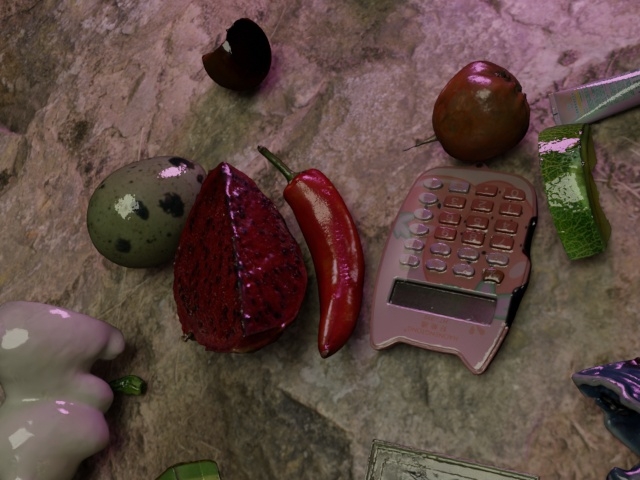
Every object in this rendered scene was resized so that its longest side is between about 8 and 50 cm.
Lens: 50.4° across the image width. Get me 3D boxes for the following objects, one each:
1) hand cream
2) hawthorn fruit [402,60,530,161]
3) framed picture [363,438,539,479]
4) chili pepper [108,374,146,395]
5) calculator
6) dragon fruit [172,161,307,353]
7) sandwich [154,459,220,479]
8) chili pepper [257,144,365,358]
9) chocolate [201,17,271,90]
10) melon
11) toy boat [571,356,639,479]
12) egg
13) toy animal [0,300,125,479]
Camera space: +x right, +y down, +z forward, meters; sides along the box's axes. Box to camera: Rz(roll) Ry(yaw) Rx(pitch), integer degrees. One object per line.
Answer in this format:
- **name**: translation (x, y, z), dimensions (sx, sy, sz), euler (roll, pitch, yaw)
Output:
- **hand cream**: translation (0.435, -0.218, 1.013), dimensions (0.174, 0.047, 0.076), euler (-17, 63, 25)
- **hawthorn fruit**: translation (0.238, -0.189, 1.044), dimensions (0.189, 0.149, 0.149), euler (-36, 47, 55)
- **framed picture**: translation (0.158, 0.367, 0.889), dimensions (0.231, 0.010, 0.173), euler (4, 65, 24)
- **chili pepper**: translation (-0.331, 0.246, 1.144), dimensions (0.091, 0.030, 0.034), euler (-10, 90, 21)
- **calculator**: translation (0.201, 0.027, 1.005), dimensions (0.219, 0.048, 0.330), euler (10, 70, 27)
- **dragon fruit**: translation (-0.128, 0.063, 1.082), dimensions (0.205, 0.151, 0.317), euler (-39, 51, 39)
- **sandwich**: translation (-0.212, 0.394, 1.044), dimensions (0.116, 0.074, 0.074), euler (-46, 53, 38)
- **chili pepper**: translation (0.006, 0.005, 1.042), dimensions (0.092, 0.137, 0.369), euler (-39, 56, 30)
- **chocolate**: translation (-0.159, -0.343, 1.274), dimensions (0.124, 0.133, 0.128), euler (1, 89, -21)
- **melon**: translation (0.356, -0.077, 0.948), dimensions (0.064, 0.118, 0.210), euler (-16, 75, 32)
- **toy boat**: translation (0.406, 0.264, 0.765), dimensions (0.142, 0.129, 0.309), euler (-34, 60, -10)
- **egg**: translation (-0.291, -0.054, 1.171), dimensions (0.228, 0.177, 0.177), euler (-38, 58, -11)
- **toy animal**: translation (-0.460, 0.283, 1.056), dimensions (0.196, 0.241, 0.368), euler (-9, 73, 39)
